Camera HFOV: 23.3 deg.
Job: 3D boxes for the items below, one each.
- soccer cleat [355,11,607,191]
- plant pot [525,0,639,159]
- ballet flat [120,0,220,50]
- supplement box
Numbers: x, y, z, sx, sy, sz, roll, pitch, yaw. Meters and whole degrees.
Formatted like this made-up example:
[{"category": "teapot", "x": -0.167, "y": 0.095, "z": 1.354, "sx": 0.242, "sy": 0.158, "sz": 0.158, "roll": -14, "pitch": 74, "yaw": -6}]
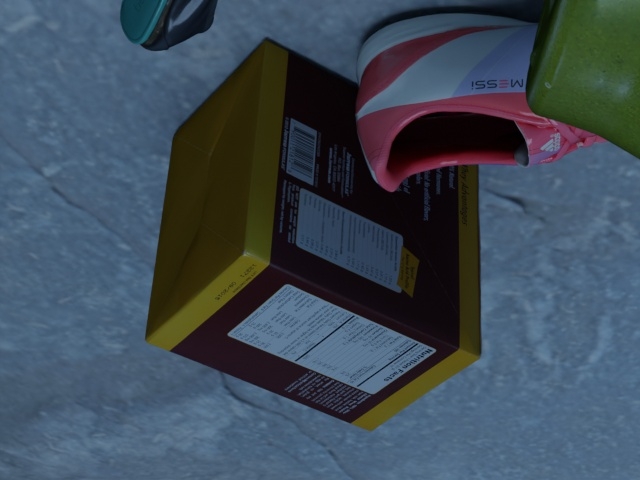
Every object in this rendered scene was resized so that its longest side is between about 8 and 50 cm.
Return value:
[{"category": "soccer cleat", "x": 0.177, "y": -0.102, "z": 1.018, "sx": 0.318, "sy": 0.116, "sz": 0.109, "roll": -8, "pitch": 141, "yaw": 14}, {"category": "plant pot", "x": 0.304, "y": -0.139, "z": 0.815, "sx": 0.352, "sy": 0.367, "sz": 0.366, "roll": 15, "pitch": 143, "yaw": 4}, {"category": "ballet flat", "x": -0.065, "y": -0.199, "z": 0.958, "sx": 0.074, "sy": 0.074, "sz": 0.203, "roll": 15, "pitch": 135, "yaw": -16}, {"category": "supplement box", "x": 0.000, "y": 0.000, "z": 1.102, "sx": 0.194, "sy": 0.191, "sz": 0.129, "roll": 25, "pitch": 137, "yaw": -25}]
